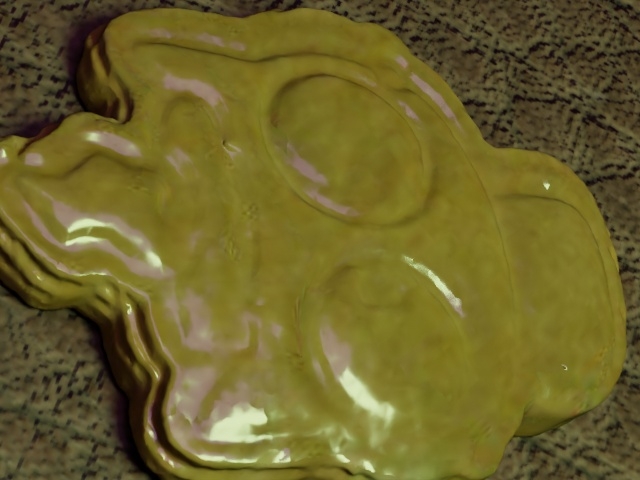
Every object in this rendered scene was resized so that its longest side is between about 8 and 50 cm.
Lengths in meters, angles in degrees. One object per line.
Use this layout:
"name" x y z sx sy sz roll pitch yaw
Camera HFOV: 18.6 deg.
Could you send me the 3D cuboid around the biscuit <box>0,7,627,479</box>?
"biscuit" 0.002 -0.002 0.972 0.376 0.051 0.269 7 61 -31
